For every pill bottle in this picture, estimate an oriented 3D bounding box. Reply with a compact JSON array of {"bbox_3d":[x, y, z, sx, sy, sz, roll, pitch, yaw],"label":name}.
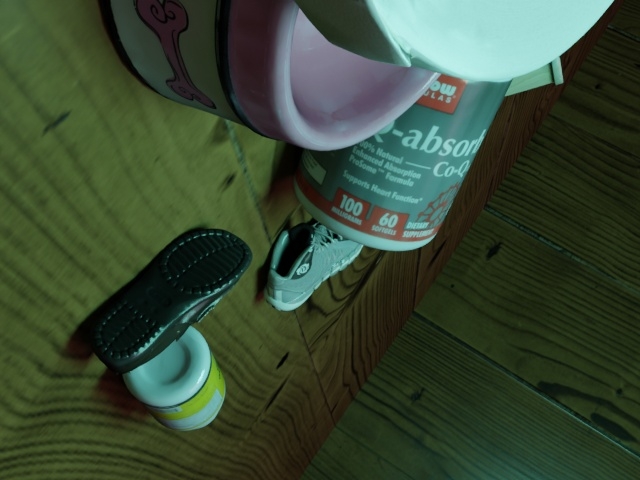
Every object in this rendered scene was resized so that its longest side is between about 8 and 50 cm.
[{"bbox_3d":[-0.174,0.176,0.931,0.103,0.103,0.184,-52,162,-21],"label":"pill bottle"},{"bbox_3d":[0.114,-0.186,0.929,0.210,0.210,0.363,-33,150,-55],"label":"pill bottle"}]

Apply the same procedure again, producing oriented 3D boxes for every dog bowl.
[{"bbox_3d":[0.030,-0.250,0.606,0.408,0.150,0.408,-44,158,-23],"label":"dog bowl"}]

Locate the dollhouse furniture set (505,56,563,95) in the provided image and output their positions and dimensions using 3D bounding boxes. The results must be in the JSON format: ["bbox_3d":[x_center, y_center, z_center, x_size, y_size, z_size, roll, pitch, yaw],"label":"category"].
[{"bbox_3d":[0.207,-0.384,1.082,0.286,0.198,0.303,-89,161,-47],"label":"dollhouse furniture set"}]

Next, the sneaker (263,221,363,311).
[{"bbox_3d":[0.000,0.000,1.151,0.229,0.086,0.132,-48,158,-26],"label":"sneaker"}]

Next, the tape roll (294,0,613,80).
[{"bbox_3d":[0.106,-0.283,0.412,0.392,0.072,0.392,-24,127,-37],"label":"tape roll"}]

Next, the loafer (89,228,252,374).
[{"bbox_3d":[-0.166,0.065,0.831,0.220,0.080,0.078,-39,165,-35],"label":"loafer"}]
